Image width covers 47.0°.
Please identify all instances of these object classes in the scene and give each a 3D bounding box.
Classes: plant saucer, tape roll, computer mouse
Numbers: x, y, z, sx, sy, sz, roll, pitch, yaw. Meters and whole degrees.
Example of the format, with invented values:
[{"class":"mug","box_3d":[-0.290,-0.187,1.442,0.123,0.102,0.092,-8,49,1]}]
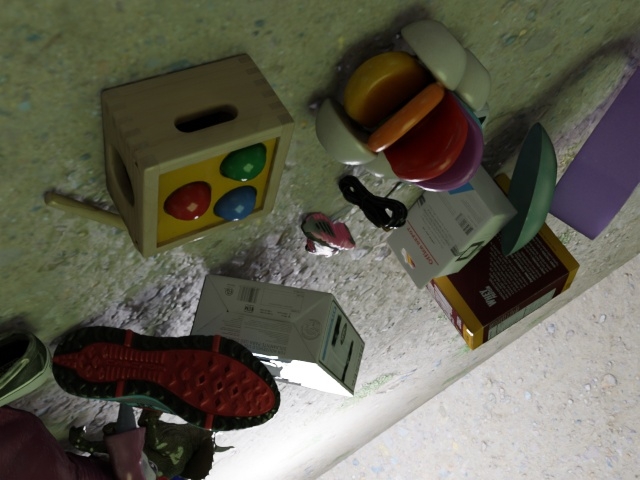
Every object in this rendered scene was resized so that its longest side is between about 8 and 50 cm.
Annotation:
[{"class":"plant saucer","box_3d":[0.300,-0.068,1.041,0.038,0.194,0.195,13,154,5]},{"class":"tape roll","box_3d":[0.435,-0.137,1.056,0.274,0.090,0.274,-51,166,-18]},{"class":"computer mouse","box_3d":[0.110,-0.102,0.845,0.193,0.106,0.042,-48,135,6]}]

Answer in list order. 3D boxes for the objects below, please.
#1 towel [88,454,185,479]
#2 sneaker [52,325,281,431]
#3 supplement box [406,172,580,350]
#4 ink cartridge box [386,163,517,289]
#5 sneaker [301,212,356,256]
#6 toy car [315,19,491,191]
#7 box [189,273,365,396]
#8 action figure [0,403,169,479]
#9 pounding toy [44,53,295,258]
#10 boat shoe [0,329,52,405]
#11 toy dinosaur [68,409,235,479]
[{"class":"towel","box_3d":[-0.347,0.422,1.127,0.308,0.228,0.076,-5,113,-47]},{"class":"sneaker","box_3d":[-0.172,0.158,0.874,0.262,0.104,0.125,14,166,3]},{"class":"supplement box","box_3d":[0.268,0.037,1.181,0.194,0.191,0.129,-33,158,-2]},{"class":"ink cartridge box","box_3d":[0.185,-0.021,1.069,0.060,0.104,0.180,-11,150,-41]},{"class":"sneaker","box_3d":[0.000,0.000,0.955,0.057,0.047,0.119,-28,159,19]},{"class":"toy car","box_3d":[0.100,-0.112,0.724,0.159,0.136,0.182,-41,156,19]},{"class":"box","box_3d":[-0.044,0.137,1.000,0.169,0.087,0.290,8,163,13]},{"class":"action figure","box_3d":[-0.309,0.306,0.893,0.248,0.275,0.370,-48,140,14]},{"class":"pounding toy","box_3d":[-0.132,-0.034,0.632,0.181,0.094,0.206,-22,155,-25]},{"class":"boat shoe","box_3d":[-0.381,0.158,0.735,0.219,0.077,0.070,-34,160,-18]},{"class":"toy dinosaur","box_3d":[-0.276,0.329,1.096,0.314,0.160,0.121,-23,-163,-25]}]
